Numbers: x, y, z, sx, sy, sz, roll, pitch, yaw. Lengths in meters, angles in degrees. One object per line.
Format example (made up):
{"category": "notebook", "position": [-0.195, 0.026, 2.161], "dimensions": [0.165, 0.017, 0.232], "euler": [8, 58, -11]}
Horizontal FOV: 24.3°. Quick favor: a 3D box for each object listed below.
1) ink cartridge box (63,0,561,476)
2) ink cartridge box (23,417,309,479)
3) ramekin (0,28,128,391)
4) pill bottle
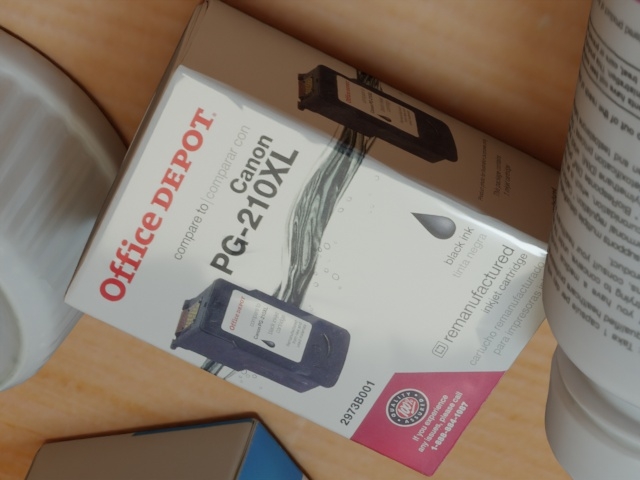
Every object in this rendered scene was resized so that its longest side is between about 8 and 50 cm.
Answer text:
{"category": "ink cartridge box", "position": [0.000, 0.000, 0.830], "dimensions": [0.237, 0.100, 0.172], "euler": [26, 120, -7]}
{"category": "ink cartridge box", "position": [-0.079, 0.293, 1.196], "dimensions": [0.223, 0.129, 0.307], "euler": [-12, 131, 31]}
{"category": "ramekin", "position": [-0.259, -0.012, 0.927], "dimensions": [0.273, 0.127, 0.273], "euler": [11, 139, 10]}
{"category": "pill bottle", "position": [0.188, -0.016, 0.674], "dimensions": [0.160, 0.160, 0.283], "euler": [11, 123, 9]}
